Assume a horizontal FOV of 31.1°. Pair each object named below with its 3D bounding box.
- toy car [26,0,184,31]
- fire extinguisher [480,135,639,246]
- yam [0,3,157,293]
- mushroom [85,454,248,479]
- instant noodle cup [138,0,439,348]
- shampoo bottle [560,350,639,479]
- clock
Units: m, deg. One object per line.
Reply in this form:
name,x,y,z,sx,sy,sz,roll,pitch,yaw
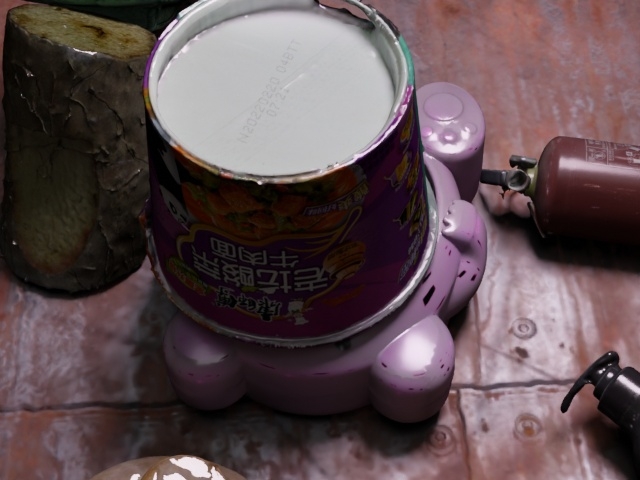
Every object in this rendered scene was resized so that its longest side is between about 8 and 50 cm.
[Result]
toy car,-0.202,-0.259,1.150,0.141,0.097,0.321,3,14,4
fire extinguisher,0.281,-0.041,1.060,0.268,0.105,0.105,7,54,7
yam,-0.213,-0.089,1.039,0.153,0.255,0.154,7,33,-4
mushroom,-0.109,0.248,0.804,0.206,0.209,0.206,1,79,-6
instant noodle cup,-0.028,-0.069,0.890,0.251,0.190,0.251,-1,56,2
shampoo bottle,0.321,0.183,0.886,0.101,0.101,0.284,-39,62,-24
clock,0.000,0.000,1.024,0.295,0.113,0.322,3,55,4
